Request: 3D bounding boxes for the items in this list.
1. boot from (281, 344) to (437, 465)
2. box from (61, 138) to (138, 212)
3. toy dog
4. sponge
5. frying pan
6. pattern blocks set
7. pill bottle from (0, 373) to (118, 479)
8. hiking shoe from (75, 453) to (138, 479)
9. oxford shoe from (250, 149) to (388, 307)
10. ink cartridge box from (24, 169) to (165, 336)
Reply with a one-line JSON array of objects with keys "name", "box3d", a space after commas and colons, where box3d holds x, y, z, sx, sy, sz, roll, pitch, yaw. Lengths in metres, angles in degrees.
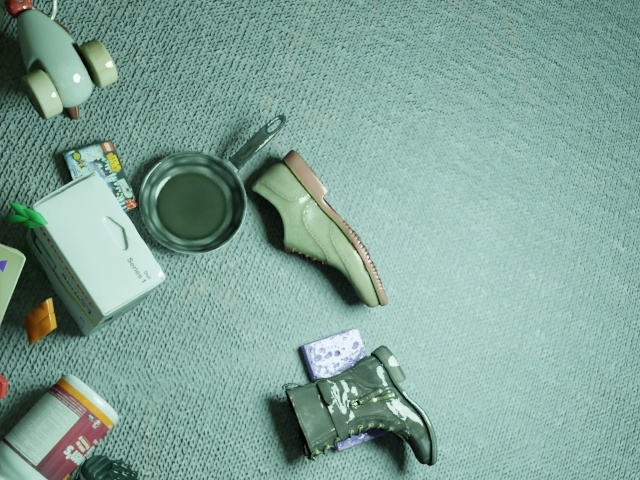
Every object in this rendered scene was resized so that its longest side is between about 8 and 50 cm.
[{"name": "boot", "box3d": [0.071, 0.340, 1.547, 0.229, 0.091, 0.262, -27, 85, -17]}, {"name": "box", "box3d": [-0.401, -0.107, 1.529, 0.094, 0.027, 0.137, -22, 86, -24]}, {"name": "toy dog", "box3d": [-0.498, -0.343, 1.506, 0.220, 0.161, 0.333, -12, 67, -19]}, {"name": "sponge", "box3d": [0.050, 0.283, 1.605, 0.117, 0.031, 0.210, -17, 85, -21]}, {"name": "frying pan", "box3d": [-0.214, -0.127, 1.578, 0.197, 0.053, 0.326, 24, 74, -8]}, {"name": "pattern blocks set", "box3d": [-0.524, 0.076, 1.245, 0.285, 0.026, 0.324, 33, 99, 3]}, {"name": "pill bottle", "box3d": [-0.445, 0.335, 1.363, 0.121, 0.121, 0.221, 43, 68, -7]}, {"name": "hiking shoe", "box3d": [-0.294, 0.477, 1.414, 0.304, 0.113, 0.132, 35, 99, -16]}, {"name": "oxford shoe", "box3d": [0.000, 0.000, 1.619, 0.130, 0.123, 0.348, -35, 86, -2]}, {"name": "ink cartridge box", "box3d": [-0.376, 0.031, 1.371, 0.117, 0.278, 0.201, -34, 91, -25]}]
